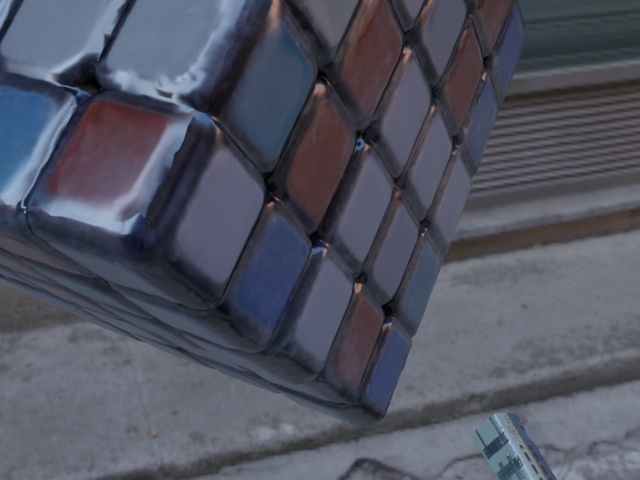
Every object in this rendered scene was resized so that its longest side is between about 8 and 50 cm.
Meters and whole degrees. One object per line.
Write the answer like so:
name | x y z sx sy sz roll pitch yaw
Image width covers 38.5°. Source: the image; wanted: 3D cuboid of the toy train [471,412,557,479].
toy train | 0.259 0.309 1.064 0.051 0.052 0.234 13 37 -42

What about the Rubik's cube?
Rubik's cube | -0.079 -0.097 0.511 0.287 0.292 0.293 16 73 26
